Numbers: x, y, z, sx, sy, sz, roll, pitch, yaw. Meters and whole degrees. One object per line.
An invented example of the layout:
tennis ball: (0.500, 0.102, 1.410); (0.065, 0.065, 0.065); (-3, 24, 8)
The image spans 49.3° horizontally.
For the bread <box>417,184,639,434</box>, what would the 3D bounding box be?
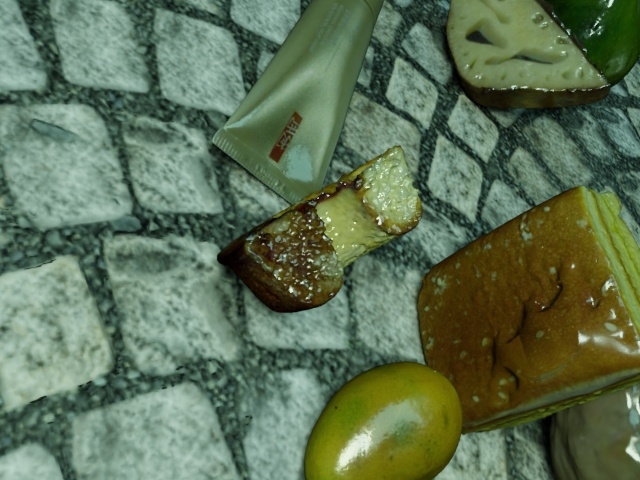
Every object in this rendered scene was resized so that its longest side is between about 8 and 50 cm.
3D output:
bread: (0.204, 0.077, 0.682); (0.111, 0.234, 0.184); (8, 58, -34)

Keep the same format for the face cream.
face cream: (-0.007, -0.192, 0.814); (0.137, 0.084, 0.341); (38, 54, -23)

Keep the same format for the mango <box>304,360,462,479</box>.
mango: (0.055, 0.169, 0.618); (0.163, 0.089, 0.111); (-9, 69, -30)

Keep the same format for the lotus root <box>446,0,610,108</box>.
lotus root: (0.274, -0.278, 1.010); (0.260, 0.170, 0.074); (64, 6, 18)

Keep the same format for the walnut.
walnut: (0.370, 0.217, 0.717); (0.273, 0.227, 0.273); (18, 56, -29)

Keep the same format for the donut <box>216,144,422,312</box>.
donut: (0.001, -0.002, 0.655); (0.217, 0.141, 0.085); (-35, 96, -35)

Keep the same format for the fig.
fig: (0.409, -0.337, 1.075); (0.195, 0.245, 0.195); (2, 60, -4)
